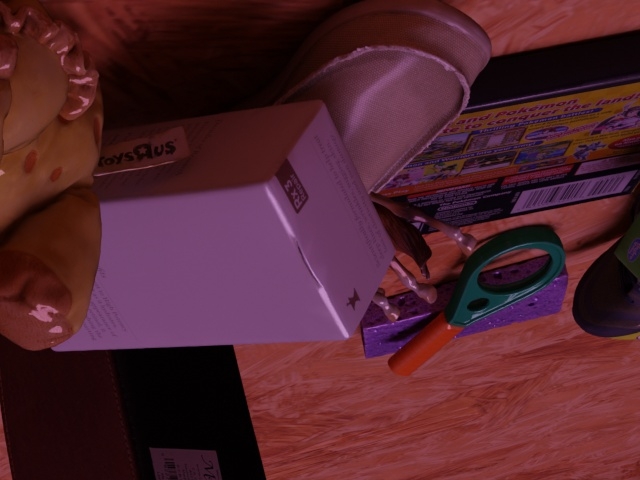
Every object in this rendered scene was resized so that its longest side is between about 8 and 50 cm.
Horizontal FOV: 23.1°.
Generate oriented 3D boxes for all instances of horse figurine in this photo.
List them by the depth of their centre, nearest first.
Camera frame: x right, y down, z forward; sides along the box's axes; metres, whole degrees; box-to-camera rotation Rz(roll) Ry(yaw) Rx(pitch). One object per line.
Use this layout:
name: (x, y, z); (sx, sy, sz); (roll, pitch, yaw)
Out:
horse figurine: (0.000, 0.000, 1.121); (0.174, 0.066, 0.263); (26, 161, -12)

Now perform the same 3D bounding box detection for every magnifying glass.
magnifying glass: (0.143, 0.060, 1.489); (0.092, 0.026, 0.231); (13, 136, -35)

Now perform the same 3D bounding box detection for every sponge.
sponge: (0.141, 0.068, 1.569); (0.210, 0.031, 0.117); (-14, 161, 0)

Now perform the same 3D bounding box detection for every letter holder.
letter holder: (-0.175, 0.189, 1.243); (0.214, 0.302, 0.152); (-26, 159, 31)

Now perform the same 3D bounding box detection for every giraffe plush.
giraffe plush: (-0.171, -0.053, 0.764); (0.210, 0.181, 0.170); (-30, 156, -12)

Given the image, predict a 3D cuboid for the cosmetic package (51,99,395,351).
cosmetic package: (-0.084, -0.004, 0.923); (0.231, 0.085, 0.117); (-5, 127, 33)

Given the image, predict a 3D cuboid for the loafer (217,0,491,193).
loafer: (0.001, -0.056, 0.961); (0.102, 0.092, 0.268); (26, 142, -29)

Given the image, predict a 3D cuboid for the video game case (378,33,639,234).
video game case: (0.136, -0.070, 1.157); (0.275, 0.035, 0.248); (-11, 161, -10)

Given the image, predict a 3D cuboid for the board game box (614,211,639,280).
board game box: (0.395, -0.062, 1.213); (0.317, 0.046, 0.213); (-3, 131, -38)

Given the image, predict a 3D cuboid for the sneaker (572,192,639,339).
sneaker: (0.314, -0.003, 1.411); (0.121, 0.111, 0.300); (5, 146, -31)
